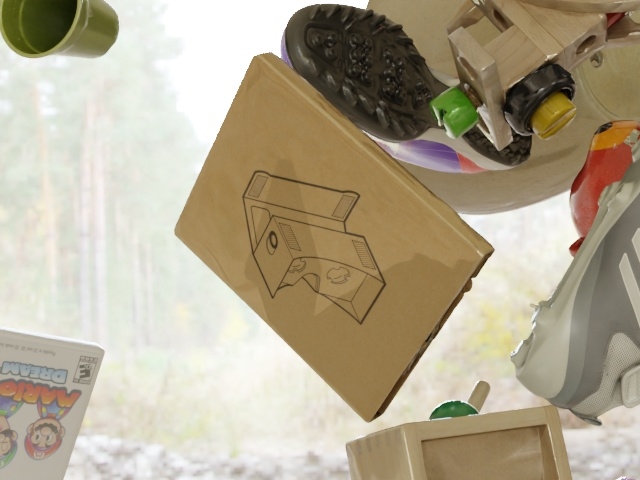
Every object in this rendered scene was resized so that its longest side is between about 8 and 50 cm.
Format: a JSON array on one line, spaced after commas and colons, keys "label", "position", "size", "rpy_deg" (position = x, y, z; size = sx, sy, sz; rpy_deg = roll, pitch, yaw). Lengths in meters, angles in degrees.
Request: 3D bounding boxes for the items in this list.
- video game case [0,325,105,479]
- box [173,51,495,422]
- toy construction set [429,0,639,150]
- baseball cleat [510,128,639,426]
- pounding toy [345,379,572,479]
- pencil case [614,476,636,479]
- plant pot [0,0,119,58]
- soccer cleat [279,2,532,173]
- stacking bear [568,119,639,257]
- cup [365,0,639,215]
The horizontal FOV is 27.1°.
[{"label": "video game case", "position": [-0.232, 0.124, 0.870], "size": [0.157, 0.143, 0.019], "rpy_deg": [15, 7, -37]}, {"label": "box", "position": [0.000, 0.000, 0.872], "size": [0.021, 0.201, 0.164], "rpy_deg": [-25, -28, -49]}, {"label": "toy construction set", "position": [0.146, -0.193, 1.053], "size": [0.237, 0.257, 0.309], "rpy_deg": [-44, 0, -2]}, {"label": "baseball cleat", "position": [0.205, 0.020, 0.822], "size": [0.109, 0.206, 0.072], "rpy_deg": [30, 19, 1]}, {"label": "pounding toy", "position": [0.086, 0.150, 0.799], "size": [0.130, 0.141, 0.100], "rpy_deg": [-2, -15, -28]}, {"label": "pencil case", "position": [0.244, 0.306, 1.456], "size": [0.206, 0.088, 0.086], "rpy_deg": [-7, 27, 5]}, {"label": "plant pot", "position": [-0.208, -0.184, 1.097], "size": [0.083, 0.083, 0.079], "rpy_deg": [-5, -7, 26]}, {"label": "soccer cleat", "position": [0.061, -0.121, 1.184], "size": [0.116, 0.109, 0.318], "rpy_deg": [-12, -18, 41]}, {"label": "stacking bear", "position": [0.309, -0.058, 0.946], "size": [0.289, 0.164, 0.175], "rpy_deg": [-22, 21, 37]}, {"label": "cup", "position": [0.240, -0.193, 1.401], "size": [0.331, 0.331, 0.237], "rpy_deg": [1, 0, -34]}]
